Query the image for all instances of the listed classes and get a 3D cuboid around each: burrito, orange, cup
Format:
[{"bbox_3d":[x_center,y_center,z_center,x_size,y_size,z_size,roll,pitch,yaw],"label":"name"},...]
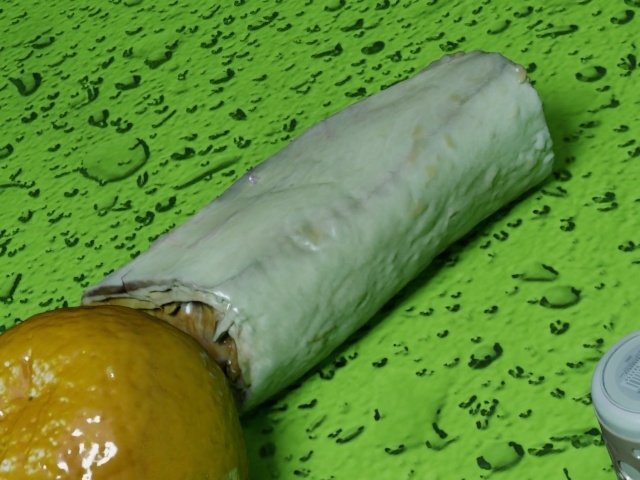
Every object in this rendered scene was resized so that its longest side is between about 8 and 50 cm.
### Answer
[{"bbox_3d":[-0.002,-0.002,1.110,0.299,0.105,0.143,-36,28,-10],"label":"burrito"},{"bbox_3d":[-0.126,0.121,0.995,0.178,0.155,0.177,-23,37,19],"label":"orange"},{"bbox_3d":[0.175,0.105,0.879,0.074,0.099,0.102,-15,38,16],"label":"cup"}]
